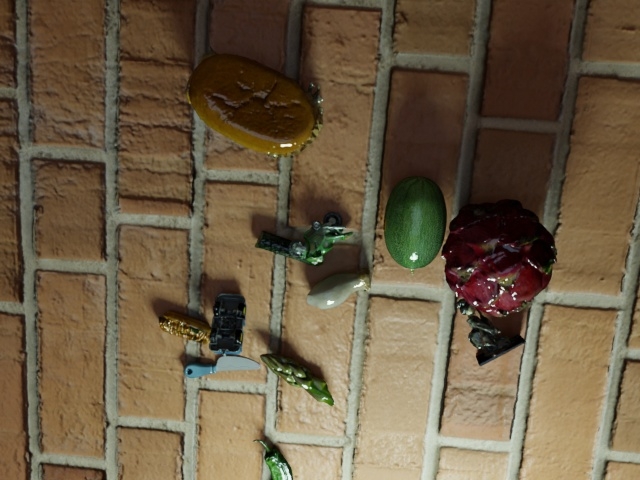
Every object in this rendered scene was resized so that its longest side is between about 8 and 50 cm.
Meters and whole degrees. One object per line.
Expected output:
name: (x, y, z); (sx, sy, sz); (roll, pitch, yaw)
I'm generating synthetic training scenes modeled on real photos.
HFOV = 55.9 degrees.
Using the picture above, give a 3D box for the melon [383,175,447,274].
melon: (0.270, -0.040, 1.733); (0.182, 0.182, 0.288); (4, 101, 2)

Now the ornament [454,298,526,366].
ornament: (0.491, 0.250, 1.810); (0.153, 0.166, 0.196); (-32, 83, 8)

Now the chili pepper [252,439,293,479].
chili pepper: (-0.150, 0.763, 1.974); (0.122, 0.065, 0.279); (-3, 105, 0)

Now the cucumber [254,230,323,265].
cucumber: (-0.091, 0.030, 1.834); (0.214, 0.052, 0.058); (20, 123, -1)

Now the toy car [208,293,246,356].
toy car: (-0.282, 0.266, 1.861); (0.097, 0.100, 0.191); (3, 68, 3)

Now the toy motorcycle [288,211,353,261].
toy motorcycle: (0.000, 0.000, 1.795); (0.190, 0.074, 0.106); (-38, 84, -12)

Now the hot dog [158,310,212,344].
hot dog: (-0.426, 0.276, 1.899); (0.188, 0.055, 0.072); (18, 103, -1)

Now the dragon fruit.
dragon fruit: (0.491, 0.043, 1.671); (0.329, 0.329, 0.329); (1, 101, 3)

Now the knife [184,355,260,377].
knife: (-0.316, 0.401, 1.934); (0.244, 0.032, 0.058); (-8, 92, 0)

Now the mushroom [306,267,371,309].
mushroom: (0.058, 0.149, 1.830); (0.212, 0.088, 0.097); (-22, 109, 1)

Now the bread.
bread: (-0.180, -0.374, 1.692); (0.388, 0.183, 0.236); (20, 99, -1)

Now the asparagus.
asparagus: (-0.067, 0.426, 1.898); (0.287, 0.080, 0.080); (30, 101, -11)
